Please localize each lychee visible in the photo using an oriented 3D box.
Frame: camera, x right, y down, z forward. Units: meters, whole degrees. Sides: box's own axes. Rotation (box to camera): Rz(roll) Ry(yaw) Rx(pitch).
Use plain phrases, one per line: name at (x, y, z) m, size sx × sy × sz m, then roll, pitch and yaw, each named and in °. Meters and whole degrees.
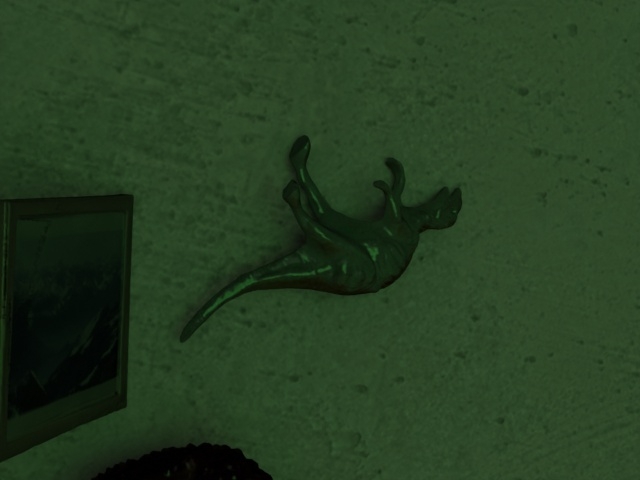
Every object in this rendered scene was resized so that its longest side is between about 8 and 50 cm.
lychee at (-0.150, 0.358, 1.575) m, size 0.271 × 0.271 × 0.271 m, roll -1°, pitch 94°, yaw -21°

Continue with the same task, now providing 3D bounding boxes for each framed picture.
framed picture at (-0.261, 0.077, 1.476) m, size 0.022 × 0.335 × 0.247 m, roll 3°, pitch 93°, yaw 12°

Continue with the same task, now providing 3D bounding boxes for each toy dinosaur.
toy dinosaur at (0.000, 0.000, 1.682) m, size 0.393 × 0.092 × 0.205 m, roll -42°, pitch 113°, yaw -22°
